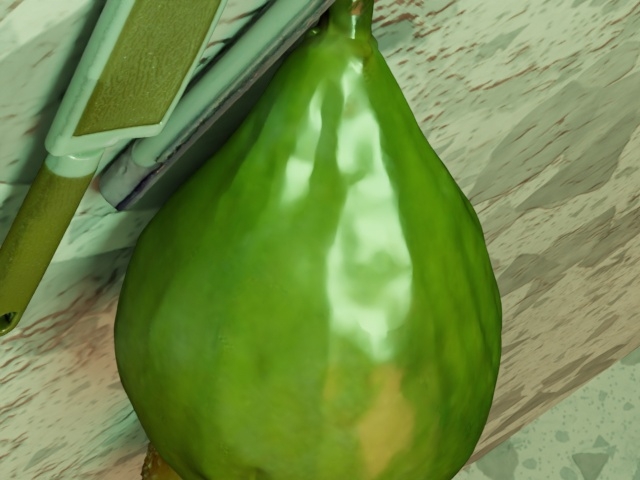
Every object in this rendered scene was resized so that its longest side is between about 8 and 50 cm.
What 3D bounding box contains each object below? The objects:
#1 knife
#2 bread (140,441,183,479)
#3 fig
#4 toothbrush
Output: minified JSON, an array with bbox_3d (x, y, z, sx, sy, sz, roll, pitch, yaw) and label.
[{"bbox_3d":[-0.097,-0.060,0.618,0.061,0.027,0.343,-13,151,-39],"label":"knife"},{"bbox_3d":[-0.018,0.169,1.142,0.305,0.159,0.305,-29,158,-13],"label":"bread"},{"bbox_3d":[-0.021,0.019,0.765,0.233,0.233,0.314,-30,119,-9],"label":"fig"},{"bbox_3d":[0.013,-0.130,0.627,0.354,0.024,0.029,-42,158,25],"label":"toothbrush"}]
